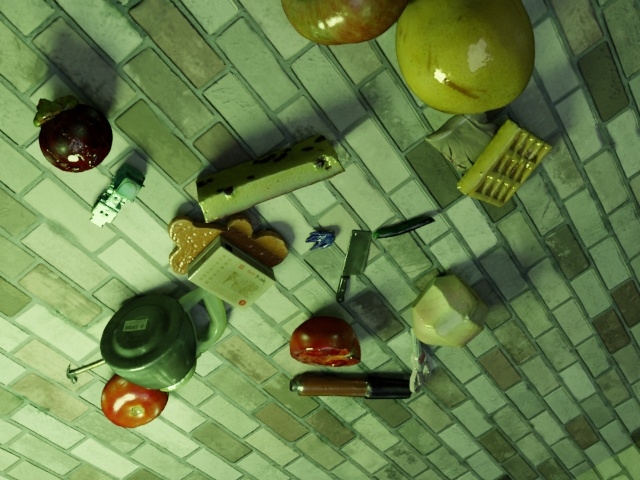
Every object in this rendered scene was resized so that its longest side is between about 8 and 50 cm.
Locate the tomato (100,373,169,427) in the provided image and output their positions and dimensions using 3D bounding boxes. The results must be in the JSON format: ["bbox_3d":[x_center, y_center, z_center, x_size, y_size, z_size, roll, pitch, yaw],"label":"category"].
[{"bbox_3d":[-0.546,0.458,1.818,0.195,0.136,0.195,-8,124,-13],"label":"tomato"}]

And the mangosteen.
[{"bbox_3d":[-0.545,-0.239,1.348,0.166,0.166,0.180,-28,122,4],"label":"mangosteen"}]

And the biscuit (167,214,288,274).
[{"bbox_3d":[-0.246,0.018,1.661,0.323,0.049,0.206,1,124,-14],"label":"biscuit"}]

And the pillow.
[{"bbox_3d":[0.386,-0.266,1.580,0.173,0.067,0.270,-40,150,17],"label":"pillow"}]

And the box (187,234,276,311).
[{"bbox_3d":[-0.237,0.091,1.653,0.201,0.058,0.141,35,110,-32],"label":"box"}]

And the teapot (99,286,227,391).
[{"bbox_3d":[-0.429,0.270,1.716,0.239,0.322,0.239,9,144,25],"label":"teapot"}]

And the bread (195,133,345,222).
[{"bbox_3d":[-0.129,-0.158,1.522,0.361,0.138,0.077,-21,123,-1],"label":"bread"}]

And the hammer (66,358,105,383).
[{"bbox_3d":[-0.656,0.361,1.799,0.182,0.017,0.062,-23,125,-1],"label":"hammer"}]

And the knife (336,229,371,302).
[{"bbox_3d":[0.098,0.079,1.809,0.072,0.019,0.245,3,120,-18],"label":"knife"}]

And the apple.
[{"bbox_3d":[0.070,-0.543,1.248,0.250,0.277,0.309,-10,147,-52],"label":"apple"}]

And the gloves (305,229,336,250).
[{"bbox_3d":[0.000,0.000,1.726,0.086,0.026,0.064,-8,126,-10],"label":"gloves"}]

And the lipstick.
[{"bbox_3d":[0.104,0.485,2.041,0.418,0.077,0.077,6,121,-17],"label":"lipstick"}]

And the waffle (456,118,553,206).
[{"bbox_3d":[0.495,-0.198,1.648,0.247,0.055,0.221,9,123,-50],"label":"waffle"}]

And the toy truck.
[{"bbox_3d":[-0.500,-0.097,1.499,0.067,0.081,0.175,35,108,-28],"label":"toy truck"}]

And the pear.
[{"bbox_3d":[0.317,-0.432,1.368,0.314,0.314,0.315,-7,124,-10],"label":"pear"}]

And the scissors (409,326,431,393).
[{"bbox_3d":[0.324,0.387,2.041,0.118,0.030,0.242,-36,125,-42],"label":"scissors"}]

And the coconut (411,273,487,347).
[{"bbox_3d":[0.386,0.231,1.876,0.236,0.197,0.237,-10,125,-15],"label":"coconut"}]

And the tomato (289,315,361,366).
[{"bbox_3d":[0.014,0.295,1.842,0.200,0.140,0.233,-6,153,16],"label":"tomato"}]

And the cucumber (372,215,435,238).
[{"bbox_3d":[0.237,-0.035,1.762,0.184,0.033,0.036,-18,150,-2],"label":"cucumber"}]
